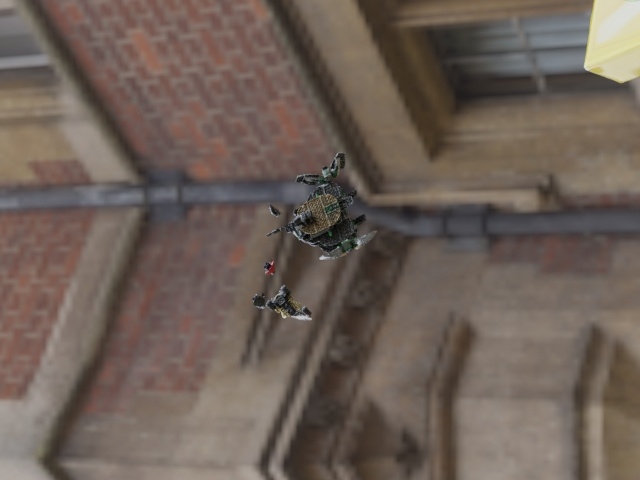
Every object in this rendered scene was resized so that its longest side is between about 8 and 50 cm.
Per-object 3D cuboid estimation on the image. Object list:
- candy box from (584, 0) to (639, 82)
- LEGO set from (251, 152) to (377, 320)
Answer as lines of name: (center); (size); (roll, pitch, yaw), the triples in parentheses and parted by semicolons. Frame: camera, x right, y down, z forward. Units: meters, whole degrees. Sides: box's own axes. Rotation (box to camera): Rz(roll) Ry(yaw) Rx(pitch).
candy box: (0.180, -0.137, 0.746); (0.027, 0.206, 0.105); (15, -104, -22)
LEGO set: (-0.003, 0.000, 0.853); (0.083, 0.054, 0.023); (-53, -30, -5)
